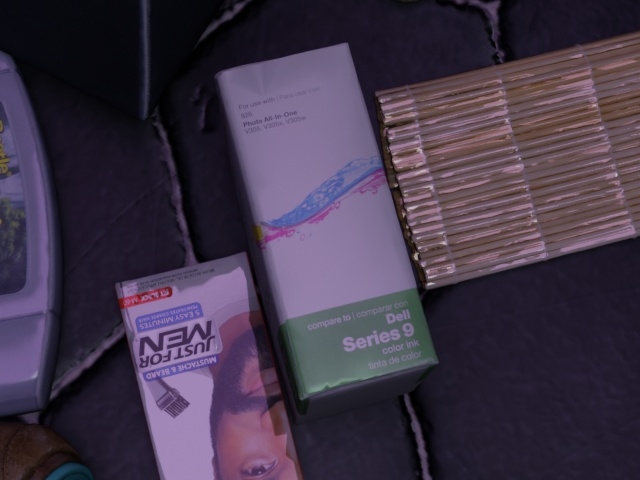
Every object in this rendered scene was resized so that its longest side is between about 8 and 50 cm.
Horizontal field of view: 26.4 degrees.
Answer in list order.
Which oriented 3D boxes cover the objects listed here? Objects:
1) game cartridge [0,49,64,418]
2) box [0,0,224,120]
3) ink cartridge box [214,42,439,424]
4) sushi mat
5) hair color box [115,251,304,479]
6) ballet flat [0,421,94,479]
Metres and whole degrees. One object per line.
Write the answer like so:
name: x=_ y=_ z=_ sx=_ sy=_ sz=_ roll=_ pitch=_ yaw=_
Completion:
game cartridge: x=-0.279 y=-0.016 z=0.936 sx=0.196 sy=0.060 sz=0.294 roll=-10 pitch=77 yaw=-8
box: x=-0.214 y=-0.320 z=0.903 sx=0.395 sy=0.212 sz=0.293 roll=27 pitch=66 yaw=5
ink cartridge box: x=0.000 y=0.000 z=0.887 sx=0.093 sy=0.154 sz=0.212 roll=-16 pitch=78 yaw=-5
sushi mat: x=0.203 y=-0.073 z=0.981 sx=0.317 sy=0.019 sz=0.151 roll=-14 pitch=79 yaw=-5
hair color box: x=-0.073 y=0.101 z=0.914 sx=0.093 sy=0.053 sz=0.167 roll=-14 pitch=79 yaw=-6
ballet flat: x=-0.268 y=0.264 z=0.850 sx=0.124 sy=0.116 sz=0.342 roll=20 pitch=77 yaw=23
